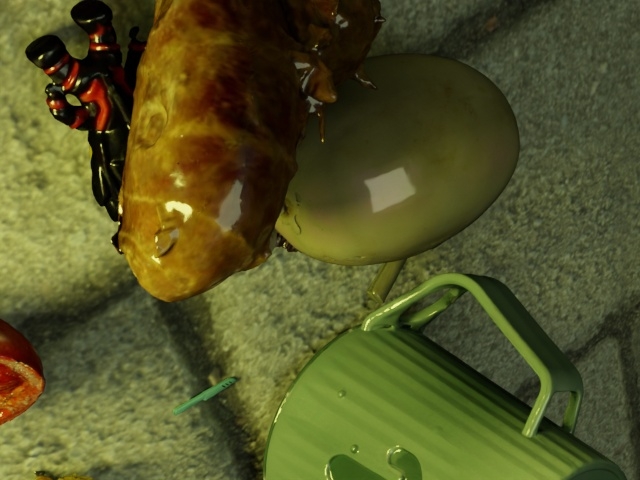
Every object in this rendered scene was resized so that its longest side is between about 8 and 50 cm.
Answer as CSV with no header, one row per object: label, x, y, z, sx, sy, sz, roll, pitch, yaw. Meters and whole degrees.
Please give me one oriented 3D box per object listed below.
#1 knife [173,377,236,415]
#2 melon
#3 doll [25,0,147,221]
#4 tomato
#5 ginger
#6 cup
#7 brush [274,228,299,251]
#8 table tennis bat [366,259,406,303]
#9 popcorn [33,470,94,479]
knife,-0.139,0.188,1.636,0.091,0.005,0.014,-29,131,-26
melon,0.072,-0.090,1.480,0.317,0.223,0.223,-22,129,-30
doll,-0.193,-0.116,1.338,0.127,0.088,0.248,-30,127,4
tomato,-0.353,0.123,1.344,0.139,0.091,0.159,14,134,-36
ginger,-0.061,-0.138,1.267,0.254,0.176,0.418,15,76,-22
cup,0.151,0.268,1.678,0.310,0.392,0.401,-27,127,-34
brush,0.000,0.000,1.612,0.248,0.043,0.036,12,115,-46
table tennis bat,0.126,-0.031,1.676,0.138,0.022,0.246,46,68,-45
popcorn,-0.294,0.288,1.524,0.084,0.084,0.084,-22,129,-30
